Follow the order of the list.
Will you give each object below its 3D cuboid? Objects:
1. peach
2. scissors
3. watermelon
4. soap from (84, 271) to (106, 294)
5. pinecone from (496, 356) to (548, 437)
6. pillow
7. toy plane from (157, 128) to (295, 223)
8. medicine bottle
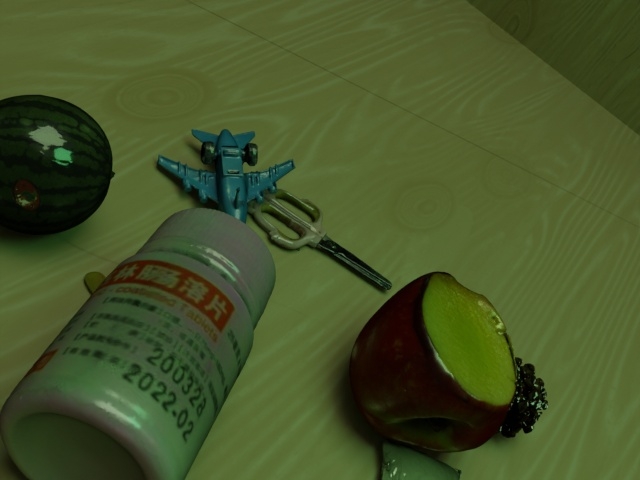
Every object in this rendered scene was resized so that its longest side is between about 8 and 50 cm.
[{"bbox_3d":[0.169,0.179,1.172,0.249,0.245,0.275,60,33,-35],"label":"peach"},{"bbox_3d":[0.000,0.000,1.409,0.317,0.024,0.160,35,38,3],"label":"scissors"},{"bbox_3d":[-0.409,-0.110,1.102,0.212,0.212,0.212,19,41,-17],"label":"watermelon"},{"bbox_3d":[-0.322,0.080,1.114,0.034,0.012,0.089,-10,56,-41],"label":"soap"},{"bbox_3d":[0.317,0.267,1.273,0.121,0.140,0.140,46,32,-27],"label":"pinecone"},{"bbox_3d":[0.142,0.398,1.078,0.148,0.050,0.230,31,39,-14],"label":"pillow"},{"bbox_3d":[-0.162,-0.113,1.353,0.254,0.105,0.271,0,41,-15],"label":"toy plane"},{"bbox_3d":[-0.207,0.138,0.969,0.219,0.219,0.388,31,39,-3],"label":"medicine bottle"}]
